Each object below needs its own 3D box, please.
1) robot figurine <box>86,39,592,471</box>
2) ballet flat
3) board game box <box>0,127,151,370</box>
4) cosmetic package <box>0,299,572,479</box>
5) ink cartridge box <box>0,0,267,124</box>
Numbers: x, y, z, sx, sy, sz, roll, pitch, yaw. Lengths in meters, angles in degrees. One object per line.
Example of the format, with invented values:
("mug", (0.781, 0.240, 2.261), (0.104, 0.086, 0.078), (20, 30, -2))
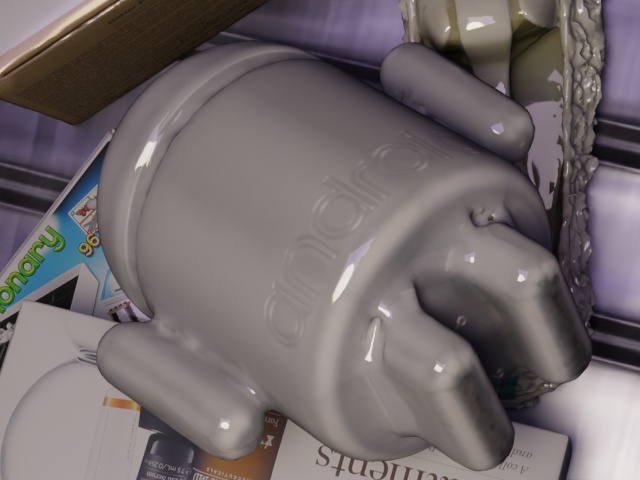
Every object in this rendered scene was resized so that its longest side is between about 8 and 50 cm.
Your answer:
("robot figurine", (0.000, 0.000, 1.223), (0.300, 0.200, 0.353), (-44, 50, -18))
("ballet flat", (0.125, -0.093, 1.338), (0.147, 0.147, 0.409), (-7, 83, 12))
("board game box", (-0.164, 0.098, 1.426), (0.193, 0.053, 0.305), (39, 94, 12))
("cosmetic package", (-0.053, 0.222, 1.293), (0.377, 0.097, 0.284), (13, 78, 11))
("ink cartridge box", (-0.127, -0.184, 1.370), (0.235, 0.193, 0.088), (-32, 80, 8))
